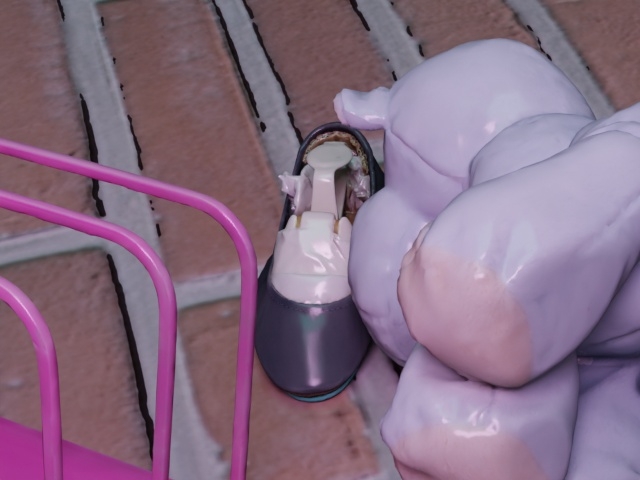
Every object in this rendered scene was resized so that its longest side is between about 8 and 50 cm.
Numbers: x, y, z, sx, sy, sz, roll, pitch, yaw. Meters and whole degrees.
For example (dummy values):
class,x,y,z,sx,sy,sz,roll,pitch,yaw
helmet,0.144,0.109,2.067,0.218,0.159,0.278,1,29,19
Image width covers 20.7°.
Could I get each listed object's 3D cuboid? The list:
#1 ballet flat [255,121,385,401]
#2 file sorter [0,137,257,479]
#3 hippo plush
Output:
class,x,y,z,sx,sy,sz,roll,pitch,yaw
ballet flat,0.000,0.000,0.972,0.074,0.074,0.203,2,37,9
file sorter,-0.179,0.083,0.724,0.202,0.182,0.291,15,25,26
hippo plush,0.086,-0.010,0.822,0.234,0.294,0.236,-2,21,-36
